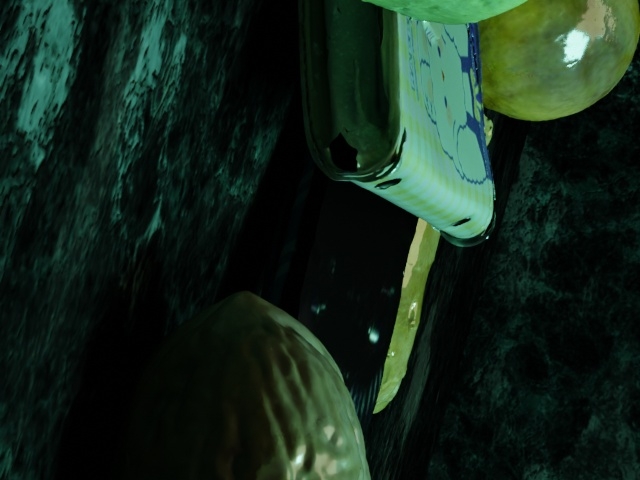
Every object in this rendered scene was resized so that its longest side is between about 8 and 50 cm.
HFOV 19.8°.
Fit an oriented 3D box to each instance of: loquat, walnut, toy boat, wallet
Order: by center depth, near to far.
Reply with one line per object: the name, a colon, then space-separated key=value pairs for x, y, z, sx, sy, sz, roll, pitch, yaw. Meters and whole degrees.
walnut: x=-0.048 y=0.143 z=1.084 sx=0.178 sy=0.178 sz=0.230 roll=-32 pitch=125 yaw=-75
wallet: x=0.063 y=-0.123 z=1.299 sx=0.309 sy=0.077 sz=0.223 roll=21 pitch=62 yaw=-72
toy boat: x=0.000 y=0.000 z=1.366 sx=0.134 sy=0.092 sz=0.299 roll=48 pitch=45 yaw=-42
loquat: x=0.184 y=-0.215 z=1.647 sx=0.238 sy=0.193 sz=0.238 roll=168 pitch=-90 yaw=-86

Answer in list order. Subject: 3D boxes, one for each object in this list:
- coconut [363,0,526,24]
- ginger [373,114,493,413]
coconut: x=0.061 y=-0.242 z=1.022 sx=0.204 sy=0.236 sz=0.236 roll=-1 pitch=-111 yaw=63
ginger: x=0.032 y=0.064 z=1.592 sx=0.363 sy=0.122 sz=0.348 roll=-42 pitch=145 yaw=-61
